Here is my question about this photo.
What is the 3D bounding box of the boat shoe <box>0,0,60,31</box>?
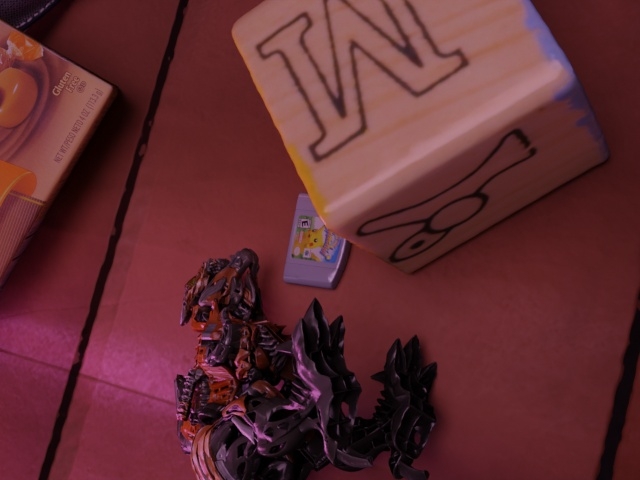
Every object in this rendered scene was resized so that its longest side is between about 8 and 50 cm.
[{"bbox_3d":[-0.236,-0.328,0.974,0.158,0.127,0.340,32,91,34],"label":"boat shoe"}]

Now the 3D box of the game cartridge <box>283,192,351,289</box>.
[{"bbox_3d":[0.000,0.000,0.859,0.056,0.017,0.083,7,81,21],"label":"game cartridge"}]

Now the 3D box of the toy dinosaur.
[{"bbox_3d":[-0.029,0.153,0.784,0.218,0.164,0.322,-28,80,30],"label":"toy dinosaur"}]

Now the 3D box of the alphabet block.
[{"bbox_3d":[0.081,-0.114,0.753,0.197,0.192,0.193,-31,66,14],"label":"alphabet block"}]

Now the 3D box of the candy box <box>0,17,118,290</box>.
[{"bbox_3d":[-0.356,-0.061,0.945,0.183,0.087,0.316,31,93,-9],"label":"candy box"}]
